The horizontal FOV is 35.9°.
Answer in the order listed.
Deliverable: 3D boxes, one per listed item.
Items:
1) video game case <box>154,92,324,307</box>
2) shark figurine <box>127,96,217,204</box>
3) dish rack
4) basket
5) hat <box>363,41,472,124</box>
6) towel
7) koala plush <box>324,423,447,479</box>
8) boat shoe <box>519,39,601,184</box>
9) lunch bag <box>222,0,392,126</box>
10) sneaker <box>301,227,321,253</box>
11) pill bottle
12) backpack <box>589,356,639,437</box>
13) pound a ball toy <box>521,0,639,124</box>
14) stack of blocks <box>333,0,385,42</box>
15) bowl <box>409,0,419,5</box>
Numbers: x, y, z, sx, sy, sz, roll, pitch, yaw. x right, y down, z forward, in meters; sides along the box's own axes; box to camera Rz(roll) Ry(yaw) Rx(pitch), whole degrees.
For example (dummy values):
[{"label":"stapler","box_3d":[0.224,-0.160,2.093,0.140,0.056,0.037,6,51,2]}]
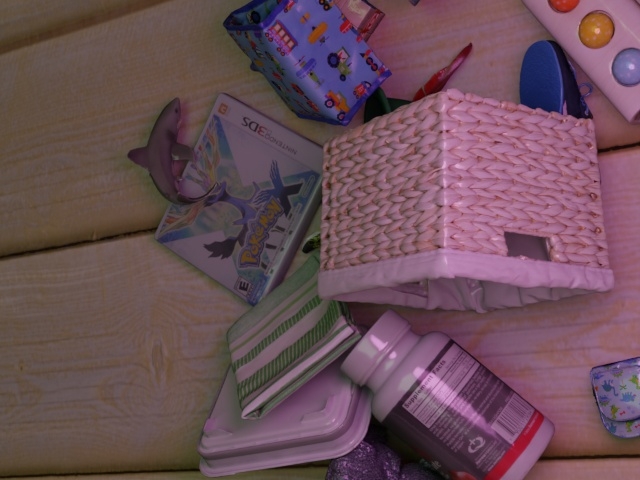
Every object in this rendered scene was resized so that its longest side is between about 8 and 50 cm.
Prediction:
[{"label":"video game case","box_3d":[-0.149,-0.078,1.903,0.300,0.036,0.328,31,102,28]},{"label":"shark figurine","box_3d":[-0.315,-0.141,1.926,0.166,0.116,0.278,-46,47,29]},{"label":"dish rack","box_3d":[-0.059,0.260,1.705,0.333,0.285,0.072,-15,123,27]},{"label":"basket","box_3d":[0.206,-0.039,1.487,0.331,0.328,0.266,-18,69,56]},{"label":"hat","box_3d":[0.186,-0.199,1.715,0.184,0.208,0.173,-9,52,-13]},{"label":"towel","box_3d":[-0.058,0.157,1.689,0.248,0.038,0.325,-41,23,7]},{"label":"koala plush","box_3d":[0.121,0.414,1.635,0.221,0.203,0.196,16,78,8]},{"label":"boat shoe","box_3d":[0.383,-0.190,1.580,0.109,0.089,0.258,-5,93,55]},{"label":"lunch bag","box_3d":[-0.054,-0.314,1.720,0.138,0.221,0.293,-49,23,-17]},{"label":"sneaker","box_3d":[0.000,0.000,1.814,0.083,0.031,0.035,-43,68,20]},{"label":"pill bottle","box_3d":[0.192,0.255,1.558,0.318,0.176,0.176,40,106,9]},{"label":"backpack","box_3d":[0.467,0.239,1.498,0.105,0.084,0.114,-18,80,30]},{"label":"pound a ball toy","box_3d":[0.450,-0.361,1.501,0.208,0.136,0.319,-48,66,33]},{"label":"stack of blocks","box_3d":[-0.032,-0.460,1.785,0.297,0.171,0.087,37,106,8]},{"label":"bowl","box_3d":[0.131,-0.564,1.636,0.163,0.311,0.311,-35,70,14]}]
